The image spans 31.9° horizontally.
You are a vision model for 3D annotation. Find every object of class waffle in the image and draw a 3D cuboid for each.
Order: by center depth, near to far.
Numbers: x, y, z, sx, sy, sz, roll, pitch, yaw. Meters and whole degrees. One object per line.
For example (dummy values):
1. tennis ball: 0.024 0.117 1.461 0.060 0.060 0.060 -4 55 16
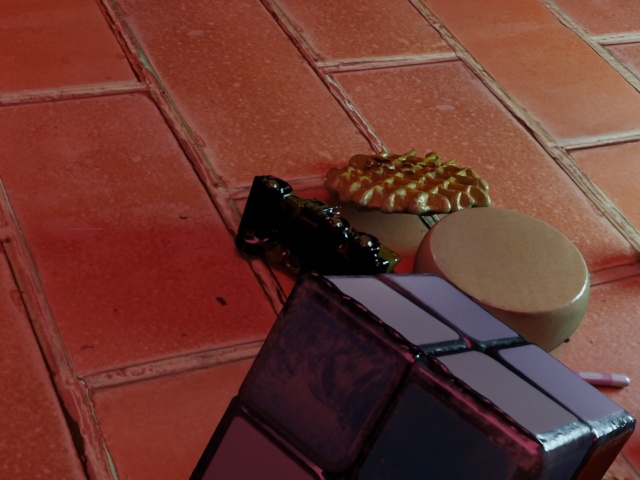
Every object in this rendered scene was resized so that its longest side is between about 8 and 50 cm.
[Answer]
1. waffle: 0.139 -0.090 1.838 0.261 0.056 0.250 0 23 -15

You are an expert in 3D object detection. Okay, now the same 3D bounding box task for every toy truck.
1. toy truck: -0.004 0.000 1.685 0.257 0.127 0.127 31 28 23

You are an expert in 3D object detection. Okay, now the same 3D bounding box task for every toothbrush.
1. toothbrush: 0.310 0.193 1.606 0.287 0.025 0.020 4 40 -11

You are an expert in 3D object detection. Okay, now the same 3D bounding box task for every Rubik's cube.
1. Rubik's cube: 0.096 0.237 1.197 0.316 0.318 0.313 37 17 26

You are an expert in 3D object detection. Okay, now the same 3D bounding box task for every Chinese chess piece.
1. Chinese chess piece: 0.272 0.062 1.693 0.273 0.102 0.273 6 39 -5
